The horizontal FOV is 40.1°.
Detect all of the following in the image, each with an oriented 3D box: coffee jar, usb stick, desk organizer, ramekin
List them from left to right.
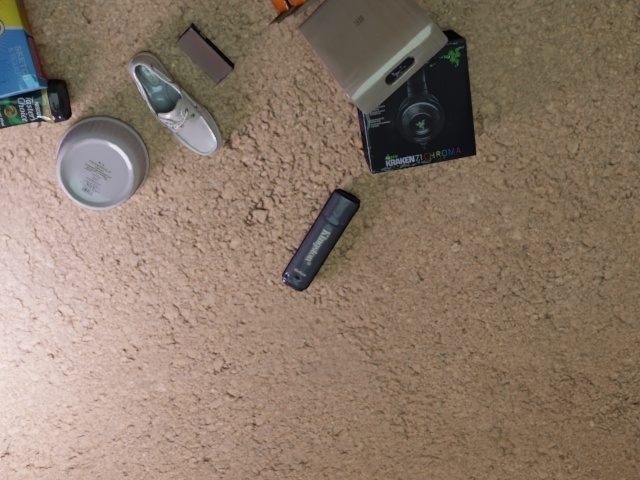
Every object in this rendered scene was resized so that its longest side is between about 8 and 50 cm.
[{"bbox_3d":[-0.638,-0.296,1.906,0.184,0.079,0.096,-7,113,-3],"label":"coffee jar"},{"bbox_3d":[-0.491,-0.166,1.959,0.207,0.109,0.207,-2,114,-5],"label":"ramekin"},{"bbox_3d":[-0.251,-0.406,1.913,0.050,0.047,0.130,-41,111,15],"label":"desk organizer"},{"bbox_3d":[0.000,0.000,2.110,0.077,0.045,0.278,27,109,-16],"label":"usb stick"}]

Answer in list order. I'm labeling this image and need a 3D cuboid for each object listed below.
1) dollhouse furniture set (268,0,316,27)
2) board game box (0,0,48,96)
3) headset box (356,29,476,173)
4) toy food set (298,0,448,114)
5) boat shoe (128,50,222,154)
[{"bbox_3d":[-0.108,-0.559,1.737,0.135,0.259,0.262,-43,112,-22],"label":"dollhouse furniture set"},{"bbox_3d":[-0.725,-0.442,1.802,0.242,0.064,0.317,-14,99,1],"label":"board game box"},{"bbox_3d":[0.204,-0.318,1.946,0.246,0.131,0.283,-10,113,-2],"label":"headset box"},{"bbox_3d":[0.101,-0.428,1.811,0.219,0.306,0.092,-41,141,13],"label":"toy food set"},{"bbox_3d":[-0.323,-0.287,1.929,0.098,0.096,0.277,-38,111,10],"label":"boat shoe"}]
